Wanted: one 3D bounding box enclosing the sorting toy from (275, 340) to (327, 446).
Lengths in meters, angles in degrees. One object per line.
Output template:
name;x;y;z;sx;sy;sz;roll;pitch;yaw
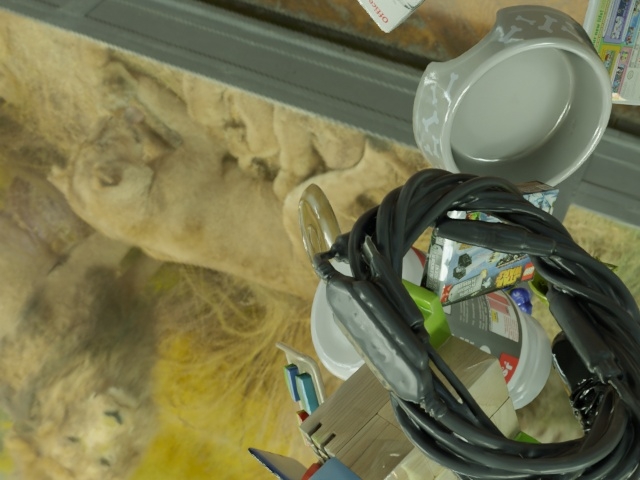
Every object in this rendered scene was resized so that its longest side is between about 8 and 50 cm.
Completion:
sorting toy;-0.016;0.262;1.114;0.193;0.038;0.208;175;75;-75

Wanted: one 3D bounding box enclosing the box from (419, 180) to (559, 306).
box;0.148;0.001;0.631;0.027;0.137;0.094;31;121;43

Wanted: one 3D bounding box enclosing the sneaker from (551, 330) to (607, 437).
sneaker;0.444;0.270;1.084;0.341;0.139;0.125;62;138;37

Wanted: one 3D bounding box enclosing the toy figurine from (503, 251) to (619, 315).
toy figurine;0.396;0.101;1.485;0.362;0.191;0.217;30;132;38

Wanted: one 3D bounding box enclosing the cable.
cable;0.093;0.044;0.368;0.184;0.150;0.047;49;146;21

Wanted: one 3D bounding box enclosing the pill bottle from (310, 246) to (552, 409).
pill bottle;0.180;0.142;1.094;0.362;0.210;0.210;23;159;-37

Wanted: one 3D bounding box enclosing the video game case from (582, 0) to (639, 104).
video game case;0.577;-0.368;1.377;0.023;0.193;0.213;-126;40;-61

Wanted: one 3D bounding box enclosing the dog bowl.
dog bowl;0.340;-0.220;1.254;0.348;0.102;0.349;-7;127;-9

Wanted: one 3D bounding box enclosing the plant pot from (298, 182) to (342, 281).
plant pot;0.000;0.000;1.492;0.236;0.032;0.236;164;90;-77

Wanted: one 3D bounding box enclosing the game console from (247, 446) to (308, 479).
game console;-0.056;0.630;1.685;0.173;0.250;0.293;-2;158;22

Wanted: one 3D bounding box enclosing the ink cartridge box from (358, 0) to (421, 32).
ink cartridge box;0.182;-0.603;1.586;0.172;0.100;0.237;50;142;-5

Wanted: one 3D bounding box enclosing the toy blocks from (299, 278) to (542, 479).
toy blocks;0.068;0.263;0.637;0.190;0.261;0.381;25;148;48
